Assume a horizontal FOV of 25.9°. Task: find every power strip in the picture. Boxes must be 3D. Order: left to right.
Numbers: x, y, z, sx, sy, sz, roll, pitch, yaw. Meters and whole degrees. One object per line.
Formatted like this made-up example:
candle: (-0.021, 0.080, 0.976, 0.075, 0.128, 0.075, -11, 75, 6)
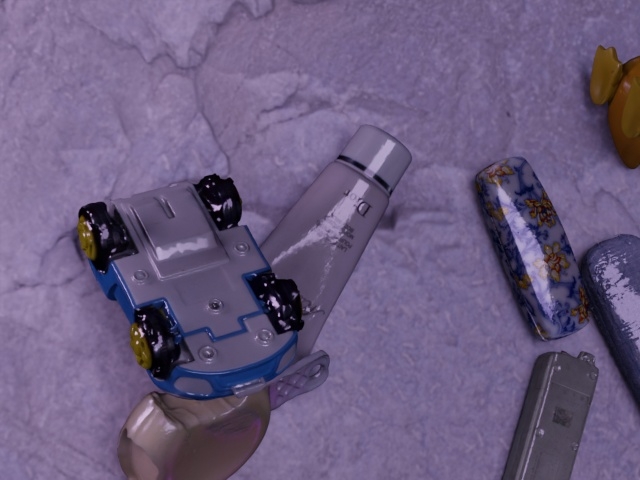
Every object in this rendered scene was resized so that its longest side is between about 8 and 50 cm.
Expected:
power strip: (0.291, 0.269, 1.801, 0.078, 0.052, 0.272, 22, 75, -14)

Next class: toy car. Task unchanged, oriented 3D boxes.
toy car: (-0.152, 0.066, 1.597, 0.198, 0.166, 0.314, -17, 57, -24)

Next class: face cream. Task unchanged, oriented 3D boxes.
face cream: (0.000, 0.000, 1.743, 0.143, 0.089, 0.314, 35, 82, -9)

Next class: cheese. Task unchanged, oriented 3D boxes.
cheese: (-0.103, 0.201, 1.637, 0.286, 0.163, 0.082, -28, 50, -29)

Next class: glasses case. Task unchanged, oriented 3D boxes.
glasses case: (0.281, 0.010, 1.834, 0.087, 0.065, 0.248, -20, 86, -19)
glasses case: (0.442, 0.126, 1.868, 0.109, 0.067, 0.282, -26, 91, -16)

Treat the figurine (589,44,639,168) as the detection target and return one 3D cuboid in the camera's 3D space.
figurine: (0.497, -0.187, 1.898, 0.228, 0.215, 0.215, -19, 87, -6)
